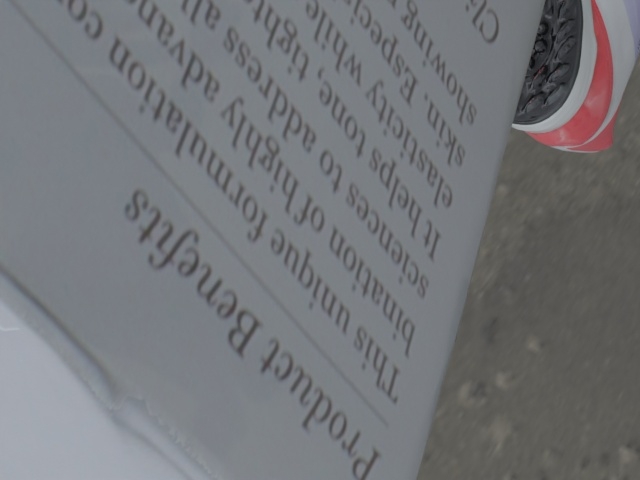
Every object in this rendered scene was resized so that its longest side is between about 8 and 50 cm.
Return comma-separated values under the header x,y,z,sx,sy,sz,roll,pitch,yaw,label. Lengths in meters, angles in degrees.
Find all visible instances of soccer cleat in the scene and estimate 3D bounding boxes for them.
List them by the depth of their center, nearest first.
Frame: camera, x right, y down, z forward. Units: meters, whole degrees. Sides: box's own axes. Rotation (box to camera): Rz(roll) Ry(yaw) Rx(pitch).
x,y,z,sx,sy,sz,roll,pitch,yaw,label
0.211,-0.223,1.511,0.108,0.116,0.318,5,77,38,soccer cleat

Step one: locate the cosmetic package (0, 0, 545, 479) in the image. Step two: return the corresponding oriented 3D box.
x,y,z,sx,sy,sz,roll,pitch,yaw,label
-0.143,-0.123,0.611,0.327,0.393,0.329,-6,140,33,cosmetic package
